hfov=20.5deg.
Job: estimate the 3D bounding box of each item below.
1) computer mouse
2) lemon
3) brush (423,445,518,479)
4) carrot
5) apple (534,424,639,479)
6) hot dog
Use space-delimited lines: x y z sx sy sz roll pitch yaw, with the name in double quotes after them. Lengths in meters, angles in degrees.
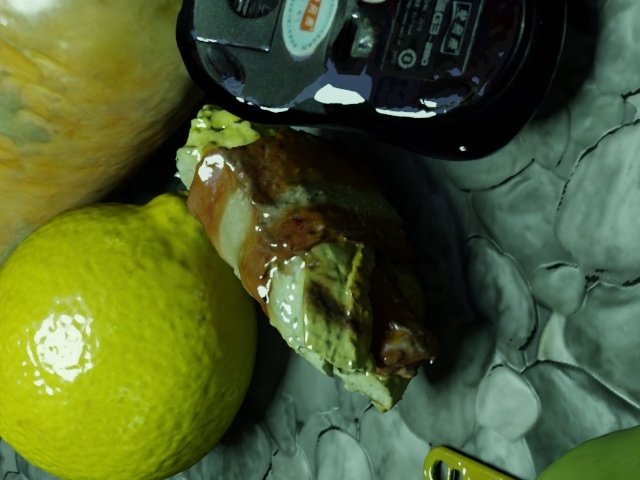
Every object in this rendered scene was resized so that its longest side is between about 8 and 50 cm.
0.032 -0.118 1.002 0.233 0.096 0.137 17 92 26 "computer mouse"
-0.135 0.068 1.176 0.187 0.187 0.244 57 129 32 "lemon"
0.130 0.157 0.985 0.218 0.010 0.082 15 105 51 "brush"
-0.175 -0.148 1.177 0.340 0.224 0.224 -46 58 45 "carrot"
0.201 0.222 0.646 0.357 0.357 0.357 5 97 51 "apple"
0.000 0.000 1.046 0.103 0.146 0.213 -41 63 4 "hot dog"
